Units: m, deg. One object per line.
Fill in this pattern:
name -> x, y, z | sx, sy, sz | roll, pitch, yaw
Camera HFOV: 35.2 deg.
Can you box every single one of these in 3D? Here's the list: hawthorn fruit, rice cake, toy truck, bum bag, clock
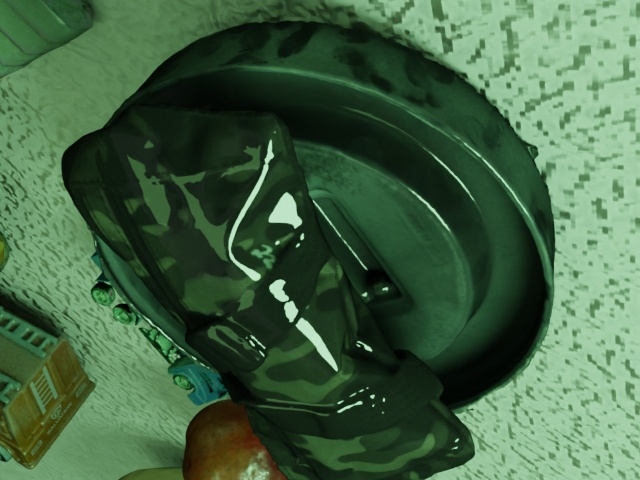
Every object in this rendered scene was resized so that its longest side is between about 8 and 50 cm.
hawthorn fruit -> -0.070, 0.209, 0.989 | 0.125, 0.140, 0.125 | 40, -177, -3
rice cake -> -0.279, -0.203, 0.727 | 0.189, 0.037, 0.198 | -12, 124, 47
toy truck -> -0.127, 0.065, 0.902 | 0.081, 0.067, 0.175 | -20, 115, 44
toy truck -> -0.422, 0.116, 1.139 | 0.305, 0.136, 0.162 | 26, 148, 15
bum bag -> -0.020, 0.055, 0.609 | 0.144, 0.095, 0.340 | -10, 126, 33
clock -> 0.000, 0.001, 0.657 | 0.313, 0.061, 0.312 | 12, 137, 12

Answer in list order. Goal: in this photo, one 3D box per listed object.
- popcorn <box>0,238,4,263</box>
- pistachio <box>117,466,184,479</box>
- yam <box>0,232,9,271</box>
popcorn -> -0.410, -0.049, 0.873 | 0.265, 0.225, 0.332 | 16, 151, 23
pistachio -> -0.130, 0.359, 1.159 | 0.318, 0.214, 0.193 | 18, 100, 39
yam -> -0.392, 0.016, 1.062 | 0.146, 0.069, 0.069 | -5, 129, 42
